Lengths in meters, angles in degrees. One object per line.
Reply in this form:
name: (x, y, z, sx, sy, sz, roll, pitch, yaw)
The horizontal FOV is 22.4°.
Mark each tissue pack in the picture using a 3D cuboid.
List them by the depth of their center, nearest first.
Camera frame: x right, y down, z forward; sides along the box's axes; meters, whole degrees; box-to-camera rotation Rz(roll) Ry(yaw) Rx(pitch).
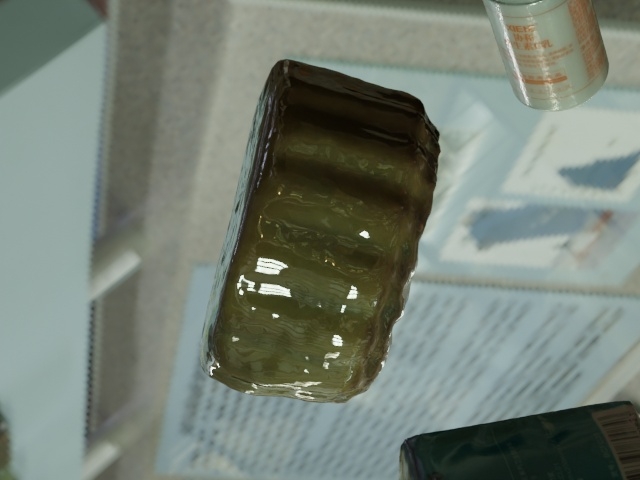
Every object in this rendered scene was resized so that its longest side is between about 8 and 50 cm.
tissue pack: (0.110, 0.165, 0.717, 0.082, 0.120, 0.169, 94, 163, -46)

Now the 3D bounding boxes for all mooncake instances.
mooncake: (0.000, 0.000, 1.382, 0.161, 0.290, 0.290, 14, 156, -4)

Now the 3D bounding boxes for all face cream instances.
face cream: (0.202, -0.240, 1.530, 0.101, 0.101, 0.251, 31, 158, 40)
